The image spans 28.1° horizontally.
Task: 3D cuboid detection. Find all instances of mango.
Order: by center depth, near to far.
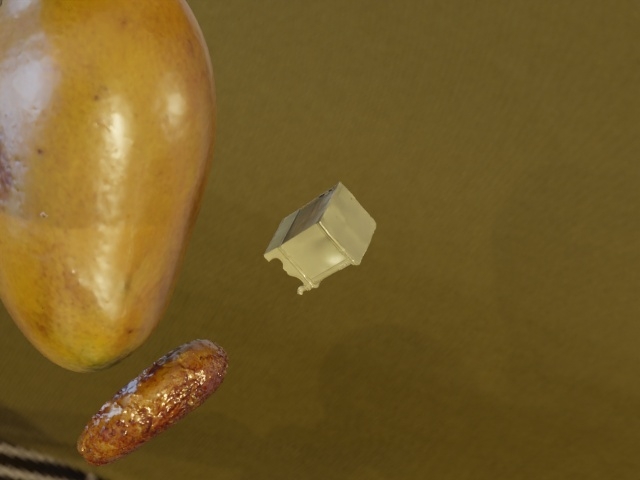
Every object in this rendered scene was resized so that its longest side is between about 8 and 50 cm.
[{"bbox_3d":[-0.212,-0.070,1.164,0.221,0.264,0.378,2,85,-36],"label":"mango"}]

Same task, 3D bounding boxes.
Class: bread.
[{"bbox_3d":[-0.175,0.175,1.364,0.193,0.193,0.064,-36,85,-29],"label":"bread"}]

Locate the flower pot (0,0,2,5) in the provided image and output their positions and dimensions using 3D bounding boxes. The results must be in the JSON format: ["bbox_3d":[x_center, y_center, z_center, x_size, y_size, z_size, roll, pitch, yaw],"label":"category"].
[{"bbox_3d":[-0.318,-0.140,0.683,0.239,0.189,0.209,1,100,-40],"label":"flower pot"}]

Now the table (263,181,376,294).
[{"bbox_3d":[0.000,0.000,1.299,0.062,0.083,0.079,49,35,-16],"label":"table"}]
